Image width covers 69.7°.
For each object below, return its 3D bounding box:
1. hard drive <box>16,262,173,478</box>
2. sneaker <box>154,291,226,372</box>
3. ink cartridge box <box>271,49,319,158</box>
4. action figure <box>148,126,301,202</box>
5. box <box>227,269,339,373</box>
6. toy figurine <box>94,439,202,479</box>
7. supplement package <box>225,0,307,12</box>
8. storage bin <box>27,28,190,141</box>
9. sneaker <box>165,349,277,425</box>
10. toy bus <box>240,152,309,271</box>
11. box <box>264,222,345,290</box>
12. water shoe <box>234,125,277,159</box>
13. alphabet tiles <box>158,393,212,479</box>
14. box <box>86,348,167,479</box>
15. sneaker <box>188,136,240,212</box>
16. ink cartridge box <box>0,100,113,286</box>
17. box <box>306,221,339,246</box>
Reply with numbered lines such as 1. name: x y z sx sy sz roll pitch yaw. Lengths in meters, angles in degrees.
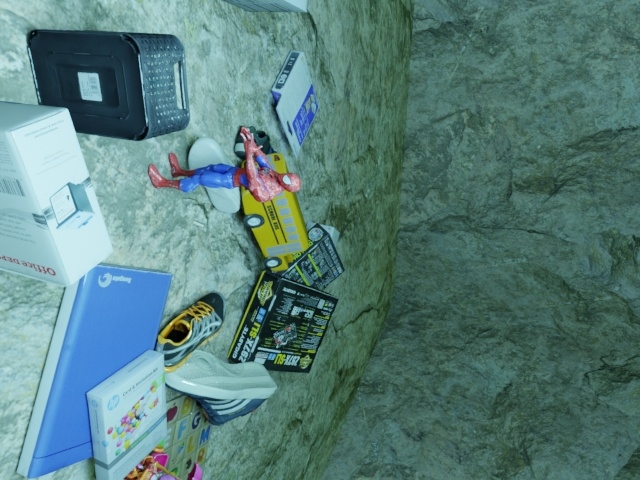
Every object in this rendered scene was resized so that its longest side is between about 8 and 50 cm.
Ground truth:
1. hard drive: -0.363 0.201 0.775 0.210 0.040 0.319 25 78 -70
2. sneaker: -0.264 0.175 0.956 0.215 0.084 0.083 -55 162 -48
3. ink cartridge box: -0.074 -0.367 1.263 0.206 0.045 0.208 68 37 -58
4. action figure: -0.164 -0.140 0.780 0.091 0.280 0.139 -55 150 -50
5. box: -0.094 0.247 1.335 0.322 0.079 0.257 27 86 -54
6. toy figurine: -0.305 0.444 0.873 0.173 0.159 0.130 41 63 -61
7. supplement package: -0.117 -0.592 0.866 0.204 0.145 0.262 -32 131 -64
8. storage bin: -0.271 -0.204 0.595 0.084 0.180 0.122 -43 140 -58
9. sneaker: -0.249 0.354 1.056 0.148 0.131 0.350 -48 141 6
10. toy bus: -0.113 -0.056 1.150 0.333 0.130 0.108 74 4 -53
11. box: -0.040 0.092 1.448 0.216 0.060 0.270 -41 150 -9
12. water shoe: -0.136 -0.225 1.129 0.203 0.072 0.080 9 90 -71
13. alphabet tiles: -0.339 0.520 1.068 0.285 0.011 0.343 7 94 -70
14. box: -0.331 0.308 0.805 0.145 0.038 0.186 -36 133 -63
15. sneaker: -0.215 -0.154 0.969 0.212 0.080 0.094 83 14 -58
16. ink cartridge box: -0.344 -0.055 0.534 0.082 0.139 0.191 -57 152 -50
17. box: 0.000 0.000 1.594 0.087 0.101 0.101 36 69 -71
